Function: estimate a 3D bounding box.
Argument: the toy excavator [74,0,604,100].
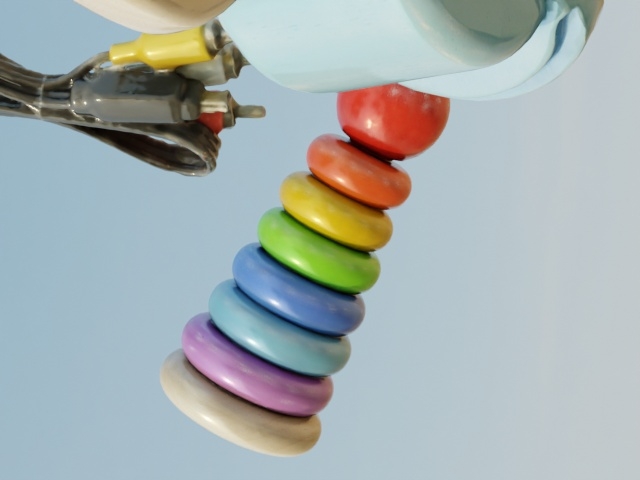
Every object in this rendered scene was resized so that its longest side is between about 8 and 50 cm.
[{"bbox_3d":[-0.010,-0.196,0.952,0.433,0.222,0.445,55,-134,-31],"label":"toy excavator"}]

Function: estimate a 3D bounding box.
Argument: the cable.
[{"bbox_3d":[-0.180,-0.116,1.241,0.139,0.287,0.072,85,-167,-53],"label":"cable"}]

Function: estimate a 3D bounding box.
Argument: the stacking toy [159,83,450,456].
[{"bbox_3d":[0.000,0.000,1.304,0.330,0.141,0.141,-64,-17,11],"label":"stacking toy"}]
